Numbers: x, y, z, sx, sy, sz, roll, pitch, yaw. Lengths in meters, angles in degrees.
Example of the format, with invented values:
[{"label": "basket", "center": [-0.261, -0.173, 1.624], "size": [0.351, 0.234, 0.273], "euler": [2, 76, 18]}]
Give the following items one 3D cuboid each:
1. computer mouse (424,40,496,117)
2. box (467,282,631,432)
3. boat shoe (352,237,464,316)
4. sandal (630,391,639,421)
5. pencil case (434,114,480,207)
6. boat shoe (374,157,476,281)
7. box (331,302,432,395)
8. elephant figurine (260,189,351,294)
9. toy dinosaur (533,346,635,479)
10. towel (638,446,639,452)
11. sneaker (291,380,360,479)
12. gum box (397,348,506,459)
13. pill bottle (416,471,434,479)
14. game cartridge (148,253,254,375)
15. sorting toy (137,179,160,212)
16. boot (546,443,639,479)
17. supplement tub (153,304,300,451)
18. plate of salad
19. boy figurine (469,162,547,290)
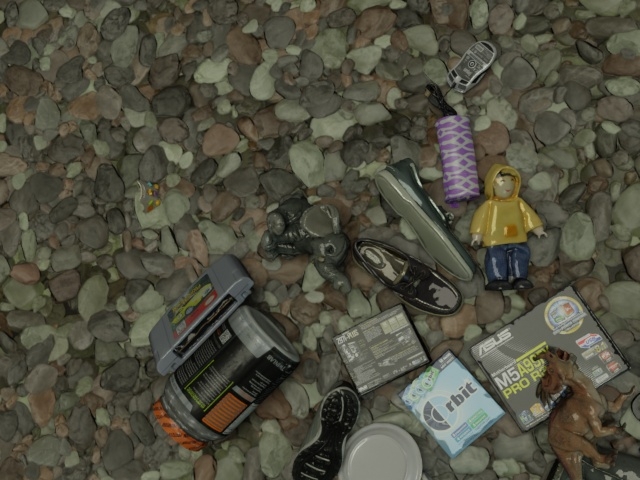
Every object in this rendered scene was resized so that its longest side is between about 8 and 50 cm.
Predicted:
[{"label": "computer mouse", "center": [0.337, -0.380, 1.911], "size": [0.193, 0.042, 0.106], "euler": [-46, 70, 9]}, {"label": "box", "center": [0.491, 0.254, 1.769], "size": [0.270, 0.060, 0.216], "euler": [-33, 77, 7]}, {"label": "boat shoe", "center": [0.190, 0.081, 1.849], "size": [0.285, 0.092, 0.103], "euler": [33, 90, 16]}, {"label": "sandal", "center": [0.756, 0.286, 1.705], "size": [0.097, 0.054, 0.254], "euler": [38, 92, 15]}, {"label": "pencil case", "center": [0.308, -0.185, 1.864], "size": [0.086, 0.088, 0.206], "euler": [1, 77, -26]}, {"label": "boat shoe", "center": [0.257, -0.052, 1.844], "size": [0.099, 0.116, 0.319], "euler": [-37, 82, -19]}, {"label": "box", "center": [0.138, 0.246, 1.845], "size": [0.180, 0.077, 0.147], "euler": [-28, 77, 8]}, {"label": "elephant figurine", "center": [0.000, 0.000, 1.877], "size": [0.239, 0.169, 0.186], "euler": [14, 100, 21]}, {"label": "toy dinosaur", "center": [0.511, 0.363, 1.663], "size": [0.200, 0.127, 0.295], "euler": [16, 99, 21]}, {"label": "towel", "center": [0.718, 0.417, 1.687], "size": [0.119, 0.029, 0.067], "euler": [-37, 68, -17]}, {"label": "sneaker", "center": [0.017, 0.439, 1.844], "size": [0.100, 0.108, 0.271], "euler": [24, 104, -3]}, {"label": "gum box", "center": [0.289, 0.361, 1.811], "size": [0.157, 0.041, 0.184], "euler": [-43, 76, 4]}, {"label": "pill bottle", "center": [0.203, 0.569, 1.787], "size": [0.120, 0.067, 0.067], "euler": [-43, 75, 4]}, {"label": "game cartridge", "center": [-0.284, 0.164, 1.905], "size": [0.294, 0.196, 0.060], "euler": [-46, 111, 0]}, {"label": "sorting toy", "center": [-0.436, -0.117, 2.035], "size": [0.045, 0.075, 0.083], "euler": [-10, 80, 12]}, {"label": "boot", "center": [0.590, 0.513, 1.709], "size": [0.208, 0.076, 0.189], "euler": [27, 89, 9]}, {"label": "supplement tub", "center": [-0.217, 0.316, 1.859], "size": [0.316, 0.193, 0.193], "euler": [-44, 75, 3]}, {"label": "plate of salad", "center": [0.133, 0.505, 1.815], "size": [0.200, 0.048, 0.200], "euler": [-11, 63, 22]}, {"label": "boy figurine", "center": [0.416, -0.031, 1.808], "size": [0.177, 0.092, 0.285], "euler": [0, 85, -7]}]
